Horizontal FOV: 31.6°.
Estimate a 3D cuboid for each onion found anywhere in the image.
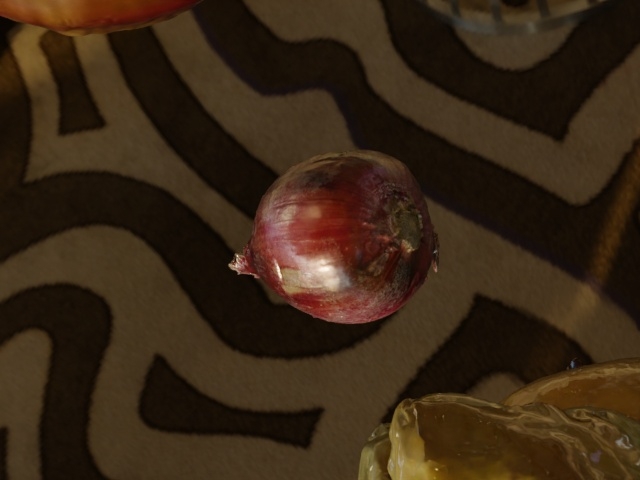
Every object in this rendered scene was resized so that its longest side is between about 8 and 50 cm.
[{"bbox_3d":[0.000,0.000,0.993,0.194,0.159,0.160,-10,56,33],"label":"onion"}]

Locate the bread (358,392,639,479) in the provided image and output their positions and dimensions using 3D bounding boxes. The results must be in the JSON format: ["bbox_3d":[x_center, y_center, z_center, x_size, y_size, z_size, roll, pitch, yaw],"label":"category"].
[{"bbox_3d":[0.177,0.270,0.670,0.314,0.191,0.370,11,59,-9],"label":"bread"}]

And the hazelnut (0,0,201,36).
[{"bbox_3d":[-0.113,-0.210,0.558,0.208,0.208,0.208,-11,56,17],"label":"hazelnut"}]

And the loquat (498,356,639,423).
[{"bbox_3d":[0.299,0.280,1.078,0.328,0.328,0.360,-24,59,8],"label":"loquat"}]
